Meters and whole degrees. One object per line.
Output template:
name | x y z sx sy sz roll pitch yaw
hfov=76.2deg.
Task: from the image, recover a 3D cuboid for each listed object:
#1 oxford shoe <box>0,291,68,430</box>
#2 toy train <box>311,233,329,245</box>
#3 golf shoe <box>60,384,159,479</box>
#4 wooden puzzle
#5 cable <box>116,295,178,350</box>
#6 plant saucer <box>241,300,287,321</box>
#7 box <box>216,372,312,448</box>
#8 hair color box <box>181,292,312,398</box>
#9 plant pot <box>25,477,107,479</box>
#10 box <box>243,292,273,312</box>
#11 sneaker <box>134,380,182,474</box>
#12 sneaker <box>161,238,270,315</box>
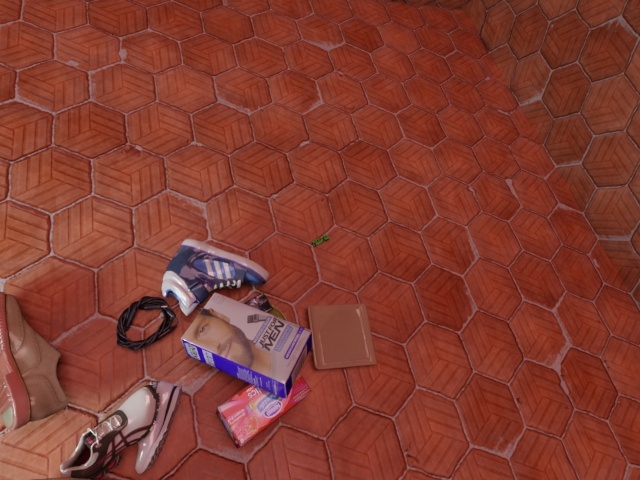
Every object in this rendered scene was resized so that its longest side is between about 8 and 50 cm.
oxford shoe | -0.819 0.316 1.133 0.146 0.140 0.397 1 52 -52
toy train | 0.000 0.000 1.600 0.083 0.017 0.024 -27 84 -28
golf shoe | -0.530 0.495 1.050 0.105 0.120 0.273 32 79 27
wooden puzzle | 0.073 0.333 1.433 0.238 0.044 0.221 3 62 -21
cable | -0.552 0.255 1.272 0.184 0.047 0.151 -34 77 -29
plant saucer | -0.218 0.318 1.349 0.240 0.037 0.241 7 60 -13
box | -0.169 0.484 1.224 0.256 0.123 0.128 -29 74 -28
hair color box | -0.214 0.305 1.215 0.338 0.110 0.185 17 48 15
plant pot | -0.613 0.719 0.871 0.333 0.334 0.306 10 71 -12
box | -0.211 0.223 1.369 0.083 0.018 0.067 -27 73 -27
sneaker | -0.467 0.513 1.132 0.094 0.090 0.235 17 64 -6
sneaker | -0.355 0.154 1.355 0.322 0.130 0.237 23 68 -10
